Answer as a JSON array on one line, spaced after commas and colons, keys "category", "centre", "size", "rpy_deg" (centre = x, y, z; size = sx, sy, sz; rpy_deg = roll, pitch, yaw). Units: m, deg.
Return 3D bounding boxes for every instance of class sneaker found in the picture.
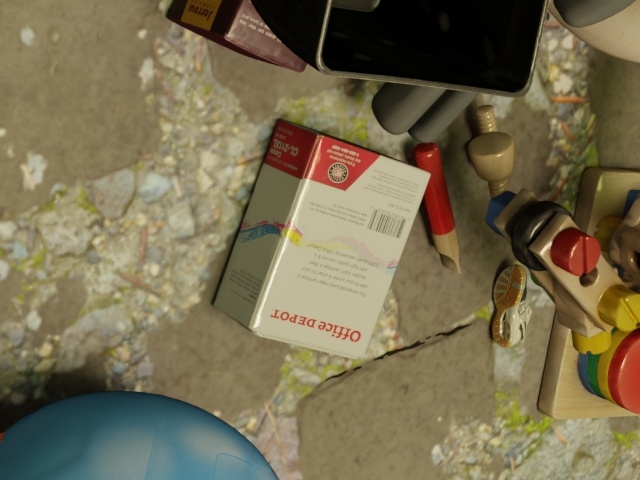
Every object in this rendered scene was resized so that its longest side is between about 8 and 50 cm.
[{"category": "sneaker", "centre": [0.187, 0.060, 1.597], "size": [0.037, 0.032, 0.083], "rpy_deg": [-12, 117, -45]}]

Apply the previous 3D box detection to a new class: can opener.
[{"category": "can opener", "centre": [0.153, -0.174, 1.341], "size": [0.074, 0.093, 0.280], "rpy_deg": [15, 134, -43]}]

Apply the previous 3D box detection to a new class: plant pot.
[{"category": "plant pot", "centre": [0.048, -0.216, 1.194], "size": [0.187, 0.167, 0.188], "rpy_deg": [3, 103, -33]}]

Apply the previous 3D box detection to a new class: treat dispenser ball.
[{"category": "treat dispenser ball", "centre": [-0.154, 0.258, 1.271], "size": [0.288, 0.288, 0.288], "rpy_deg": [-11, 111, -30]}]

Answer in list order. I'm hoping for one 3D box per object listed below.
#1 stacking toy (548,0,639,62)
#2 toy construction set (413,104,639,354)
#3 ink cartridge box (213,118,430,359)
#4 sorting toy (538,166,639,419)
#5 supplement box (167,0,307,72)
[{"category": "stacking toy", "centre": [0.426, -0.241, 1.523], "size": [0.480, 0.350, 0.351], "rpy_deg": [32, 86, -51]}, {"category": "toy construction set", "centre": [0.246, 0.019, 1.472], "size": [0.257, 0.308, 0.237], "rpy_deg": [-51, 139, -41]}, {"category": "ink cartridge box", "centre": [0.000, 0.000, 1.422], "size": [0.127, 0.072, 0.175], "rpy_deg": [17, 96, -37]}, {"category": "sorting toy", "centre": [0.366, 0.064, 1.675], "size": [0.257, 0.089, 0.255], "rpy_deg": [1, 105, -34]}, {"category": "supplement box", "centre": [-0.033, -0.238, 1.303], "size": [0.081, 0.104, 0.188], "rpy_deg": [21, 93, -36]}]
